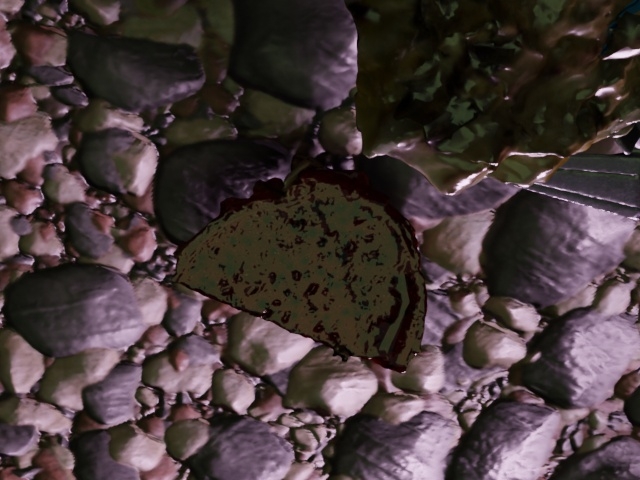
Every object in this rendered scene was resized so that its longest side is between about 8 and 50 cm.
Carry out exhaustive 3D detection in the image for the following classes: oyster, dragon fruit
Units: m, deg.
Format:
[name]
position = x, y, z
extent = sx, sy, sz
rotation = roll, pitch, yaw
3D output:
[oyster]
position = 0.117, -0.129, 0.983
extent = 0.214, 0.083, 0.223
rotation = 2, 101, -7
[dragon fruit]
position = 0.000, 0.000, 1.170
extent = 0.162, 0.083, 0.106
rotation = 23, 109, -8

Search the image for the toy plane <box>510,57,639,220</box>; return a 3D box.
[toy plane]
position = 0.243, -0.033, 1.138
extent = 0.212, 0.088, 0.267
rotation = -25, 138, 23
